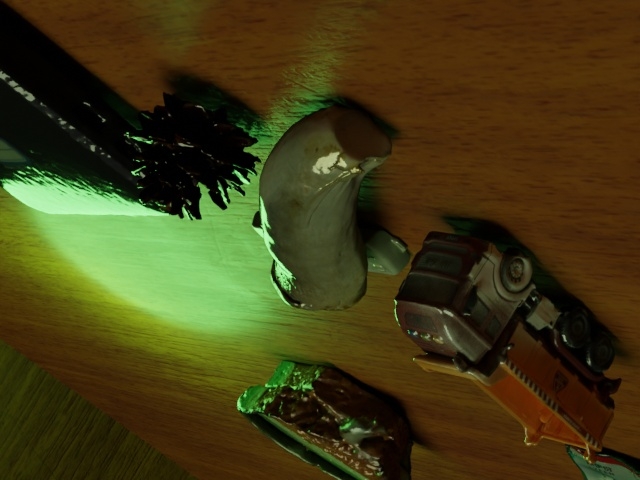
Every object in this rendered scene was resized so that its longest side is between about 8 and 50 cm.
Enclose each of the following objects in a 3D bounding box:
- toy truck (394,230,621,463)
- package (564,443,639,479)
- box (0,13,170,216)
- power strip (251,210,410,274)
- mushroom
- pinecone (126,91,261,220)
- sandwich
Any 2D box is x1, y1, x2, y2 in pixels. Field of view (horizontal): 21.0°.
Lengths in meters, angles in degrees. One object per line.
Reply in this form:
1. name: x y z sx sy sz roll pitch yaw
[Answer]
1. toy truck: 0.188 0.107 1.717 0.270 0.135 0.114 42 160 -34
2. package: 0.402 0.330 2.158 0.166 0.040 0.232 17 157 38
3. box: -0.352 -0.142 1.986 0.350 0.091 0.359 39 160 -29
4. power strip: 0.000 0.000 1.907 0.252 0.027 0.060 9 152 50
5. mushroom: 0.000 -0.028 1.698 0.122 0.095 0.351 15 155 3
6. pinecone: -0.133 -0.082 1.736 0.140 0.121 0.140 22 176 2
7. sandwich: 0.026 0.262 2.482 0.292 0.109 0.212 24 155 11
